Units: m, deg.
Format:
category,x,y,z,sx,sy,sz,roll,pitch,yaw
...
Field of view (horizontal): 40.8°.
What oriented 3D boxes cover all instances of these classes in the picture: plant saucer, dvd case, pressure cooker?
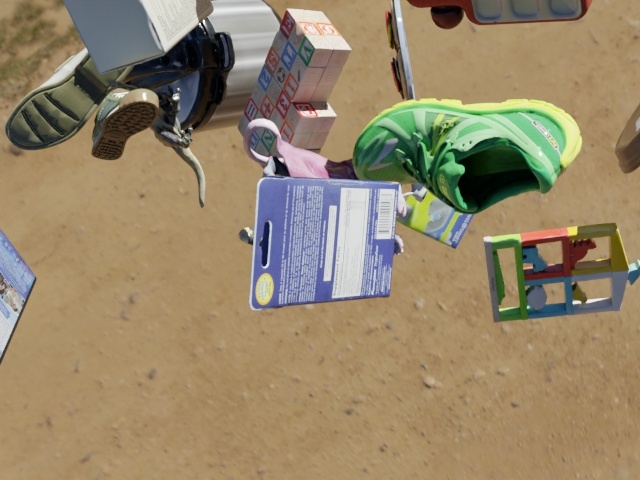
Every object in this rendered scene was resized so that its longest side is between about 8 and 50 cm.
category,x,y,z,sx,sy,sz,roll,pitch,yaw
plant saucer,0.618,-0.246,1.554,0.041,0.278,0.278,32,75,3
dvd case,-0.522,0.083,1.312,0.022,0.180,0.253,-13,38,13
pressure cooker,-0.321,-0.462,2.240,0.375,0.420,0.370,47,130,22

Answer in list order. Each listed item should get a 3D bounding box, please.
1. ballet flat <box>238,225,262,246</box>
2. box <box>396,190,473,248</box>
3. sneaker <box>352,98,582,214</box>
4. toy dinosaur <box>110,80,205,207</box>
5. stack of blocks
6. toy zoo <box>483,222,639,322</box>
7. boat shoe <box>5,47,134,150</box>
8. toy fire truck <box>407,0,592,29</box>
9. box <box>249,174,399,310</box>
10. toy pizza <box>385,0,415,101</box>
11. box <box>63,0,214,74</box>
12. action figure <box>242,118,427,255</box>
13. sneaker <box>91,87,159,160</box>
category,x,y,z,sx,sy,sz,roll,pitch,yaw
ballet flat,-0.100,-0.017,1.955,0.173,0.049,0.058,0,54,-8
box,0.259,-0.054,1.849,0.109,0.178,0.042,-63,33,8
sneaker,0.152,-0.099,1.017,0.295,0.109,0.124,-2,43,38
toy dinosaur,-0.257,-0.191,1.480,0.064,0.118,0.268,-34,86,-30
stack of blocks,-0.048,-0.283,1.703,0.087,0.297,0.171,-6,49,-36
toy zoo,0.473,0.063,1.667,0.293,0.192,0.030,-7,31,11
boat shoe,-0.461,-0.281,1.629,0.302,0.113,0.103,-35,20,10
toy fire truck,0.209,-0.408,1.188,0.302,0.254,0.169,3,43,29
box,0.000,0.000,0.929,0.036,0.225,0.137,9,97,41
toy pizza,0.136,-0.326,1.495,0.032,0.201,0.201,-9,59,8
box,-0.285,-0.383,1.370,0.126,0.149,0.232,-12,26,22
action figure,0.059,-0.108,1.643,0.370,0.248,0.276,-20,70,-21
sneaker,-0.298,-0.198,1.292,0.192,0.064,0.086,-33,53,50
